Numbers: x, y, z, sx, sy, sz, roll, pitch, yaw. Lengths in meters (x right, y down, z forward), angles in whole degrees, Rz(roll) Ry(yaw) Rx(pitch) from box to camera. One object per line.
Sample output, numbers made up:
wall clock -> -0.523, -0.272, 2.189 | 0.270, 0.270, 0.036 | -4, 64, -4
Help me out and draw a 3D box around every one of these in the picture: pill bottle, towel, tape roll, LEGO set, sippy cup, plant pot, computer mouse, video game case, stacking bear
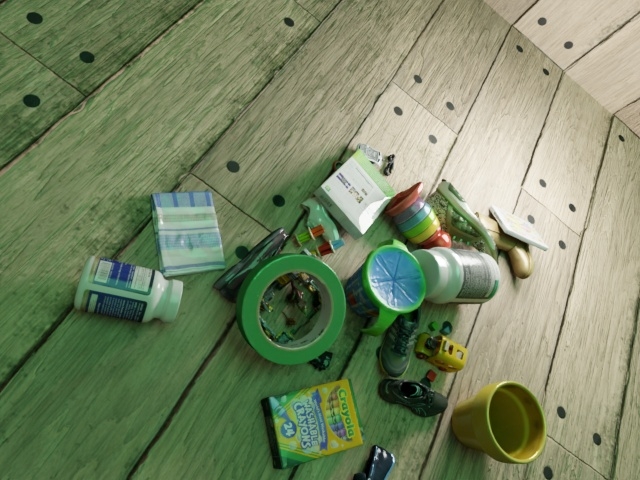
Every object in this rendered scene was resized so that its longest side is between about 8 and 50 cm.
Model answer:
pill bottle -> -0.532, 0.145, 1.423 | 0.264, 0.153, 0.153 | 16, 63, -20
towel -> -0.422, -0.027, 1.620 | 0.209, 0.034, 0.285 | -4, 71, -28
tape roll -> -0.084, 0.198, 1.492 | 0.321, 0.077, 0.322 | -1, 94, -23
LEGO set -> -0.080, 0.187, 1.604 | 0.331, 0.192, 0.255 | -34, 87, -32
sippy cup -> 0.202, 0.160, 1.736 | 0.305, 0.224, 0.240 | -34, 88, -32
plant pot -> 0.583, 0.620, 1.725 | 0.253, 0.239, 0.254 | 10, 65, -23
computer mouse -> 0.217, -0.335, 2.059 | 0.193, 0.042, 0.106 | 22, 66, -23
video game case -> 0.859, -0.056, 2.206 | 0.226, 0.026, 0.206 | 22, 30, -17
pill bottle -> 0.475, 0.130, 1.851 | 0.361, 0.204, 0.204 | 7, 66, -40
stacking bear -> 0.395, -0.053, 1.967 | 0.289, 0.175, 0.164 | 49, 55, -10

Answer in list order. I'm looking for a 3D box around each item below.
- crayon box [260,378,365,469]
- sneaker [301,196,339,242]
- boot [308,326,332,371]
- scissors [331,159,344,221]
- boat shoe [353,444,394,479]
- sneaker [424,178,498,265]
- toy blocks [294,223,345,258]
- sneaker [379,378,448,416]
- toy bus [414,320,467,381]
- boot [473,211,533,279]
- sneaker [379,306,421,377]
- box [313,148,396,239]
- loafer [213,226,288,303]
crayon box -> -0.003, 0.550, 1.558 | 0.322, 0.083, 0.203 | -5, 72, -28
sneaker -> -0.004, -0.054, 1.822 | 0.094, 0.080, 0.212 | -18, 72, -18
boot -> -0.006, 0.357, 1.659 | 0.099, 0.045, 0.121 | 28, 67, -11
scissors -> 0.091, -0.183, 1.943 | 0.109, 0.021, 0.297 | 15, 62, -22
boat shoe -> 0.130, 0.743, 1.548 | 0.089, 0.109, 0.258 | 42, 41, 3
sneaker -> 0.557, -0.041, 2.051 | 0.410, 0.182, 0.158 | 55, 13, 12
toy blocks -> 0.000, 0.000, 1.761 | 0.148, 0.054, 0.123 | -23, 79, 3
sneaker -> 0.331, 0.532, 1.718 | 0.267, 0.106, 0.101 | 19, 61, -20
toy bus -> 0.428, 0.390, 1.823 | 0.202, 0.104, 0.191 | -16, 77, -31
boot -> 0.761, 0.024, 2.154 | 0.269, 0.089, 0.236 | 22, 49, -18
sneaker -> 0.279, 0.325, 1.753 | 0.111, 0.121, 0.300 | 15, 58, 6
box -> 0.137, -0.178, 1.899 | 0.232, 0.058, 0.322 | 49, 47, -6
loafer -> -0.208, 0.079, 1.646 | 0.302, 0.109, 0.095 | -43, 99, -25
